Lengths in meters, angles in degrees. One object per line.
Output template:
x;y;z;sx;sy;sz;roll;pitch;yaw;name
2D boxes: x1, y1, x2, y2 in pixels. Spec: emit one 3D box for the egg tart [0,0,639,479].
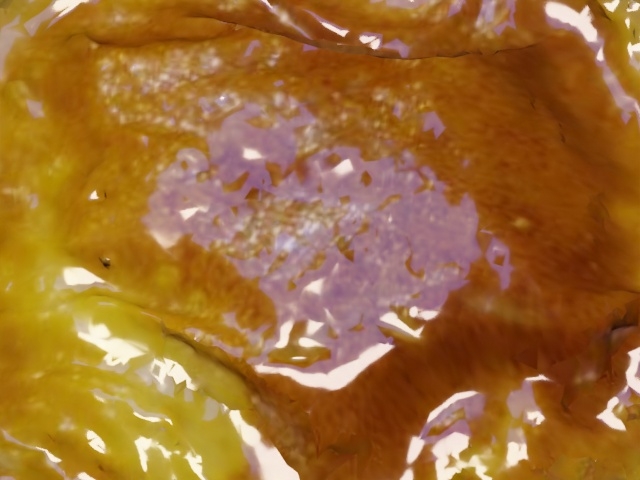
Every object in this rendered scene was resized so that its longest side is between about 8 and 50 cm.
0.000;0.000;0.686;0.352;0.150;0.352;1;115;1;egg tart
